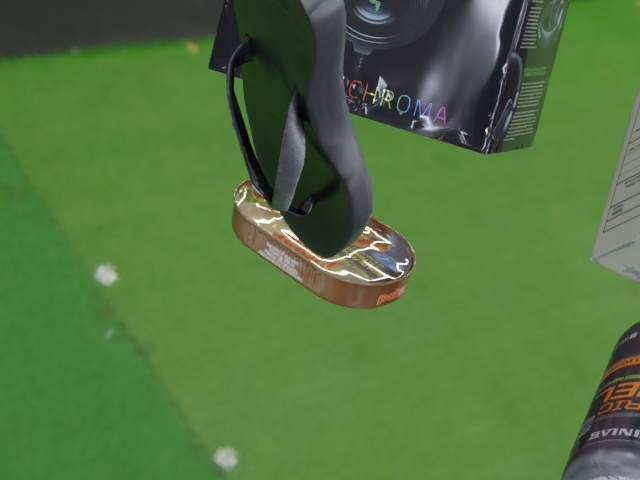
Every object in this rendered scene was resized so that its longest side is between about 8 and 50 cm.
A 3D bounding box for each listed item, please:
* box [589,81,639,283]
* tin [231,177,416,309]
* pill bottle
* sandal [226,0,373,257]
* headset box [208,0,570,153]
[{"bbox_3d":[0.303,-0.077,1.377,0.127,0.148,0.232,25,69,-16],"label":"box"},{"bbox_3d":[0.000,0.000,1.786,0.190,0.040,0.106,35,35,30],"label":"tin"},{"bbox_3d":[0.287,0.189,1.717,0.130,0.130,0.245,33,45,-3],"label":"pill bottle"},{"bbox_3d":[-0.025,-0.077,1.147,0.054,0.254,0.097,-38,57,-19],"label":"sandal"},{"bbox_3d":[0.075,-0.238,1.550,0.246,0.283,0.131,19,12,19],"label":"headset box"}]
